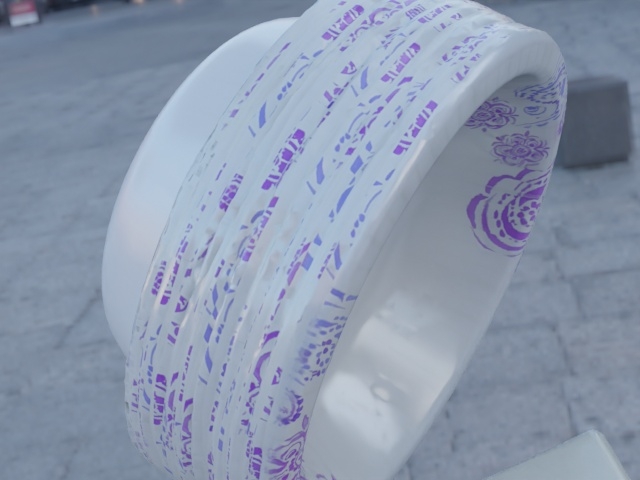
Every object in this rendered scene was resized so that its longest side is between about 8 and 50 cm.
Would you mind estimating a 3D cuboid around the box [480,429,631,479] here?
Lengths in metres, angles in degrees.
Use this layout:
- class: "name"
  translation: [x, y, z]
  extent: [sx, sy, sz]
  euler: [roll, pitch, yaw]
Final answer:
- class: "box"
  translation: [0.149, 0.257, 0.604]
  extent: [0.121, 0.148, 0.311]
  euler: [-24, 44, 0]

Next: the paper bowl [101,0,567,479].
- class: "paper bowl"
  translation: [0.000, 0.000, 0.688]
  extent: [0.148, 0.284, 0.284]
  euler: [28, 30, 21]
